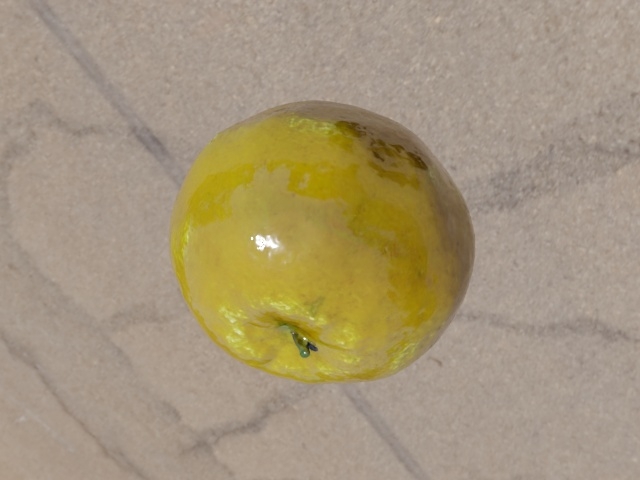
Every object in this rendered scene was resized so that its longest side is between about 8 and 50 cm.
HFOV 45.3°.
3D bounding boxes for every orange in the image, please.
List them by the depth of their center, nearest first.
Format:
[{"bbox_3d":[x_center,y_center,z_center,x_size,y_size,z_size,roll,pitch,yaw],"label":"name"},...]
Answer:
[{"bbox_3d":[0.000,0.000,0.709,0.279,0.235,0.279,9,142,7],"label":"orange"}]
